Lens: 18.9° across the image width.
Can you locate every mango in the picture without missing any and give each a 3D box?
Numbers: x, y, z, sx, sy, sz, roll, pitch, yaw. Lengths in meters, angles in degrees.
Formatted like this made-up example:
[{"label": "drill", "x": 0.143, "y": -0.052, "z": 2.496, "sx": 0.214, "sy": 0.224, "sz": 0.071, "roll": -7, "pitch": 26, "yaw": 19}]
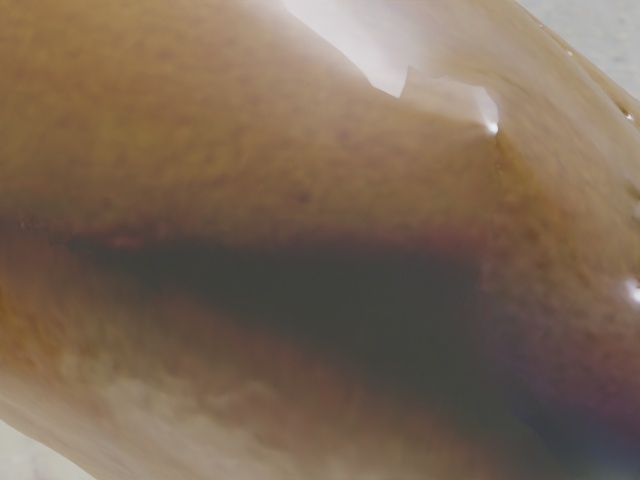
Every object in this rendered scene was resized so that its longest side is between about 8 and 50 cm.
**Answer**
[{"label": "mango", "x": 0.000, "y": 0.000, "z": 0.462, "sx": 0.287, "sy": 0.201, "sz": 0.152, "roll": 31, "pitch": 67, "yaw": 10}]
